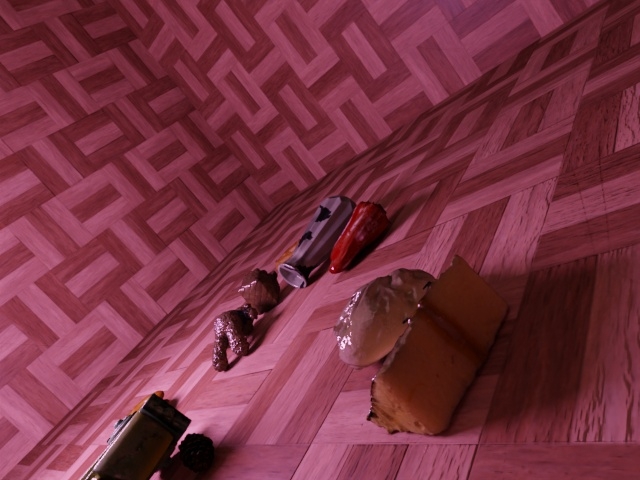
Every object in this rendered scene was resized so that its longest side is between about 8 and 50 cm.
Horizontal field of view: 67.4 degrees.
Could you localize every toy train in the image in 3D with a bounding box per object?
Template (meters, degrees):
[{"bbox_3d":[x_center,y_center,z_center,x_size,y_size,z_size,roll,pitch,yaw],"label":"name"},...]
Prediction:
[{"bbox_3d":[-0.428,0.498,1.012,0.253,0.160,0.397,-50,3,44],"label":"toy train"}]

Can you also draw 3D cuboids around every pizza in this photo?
[{"bbox_3d":[-0.110,0.055,1.993,0.182,0.062,0.161,-41,19,14],"label":"pizza"}]

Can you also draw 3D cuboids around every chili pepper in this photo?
[{"bbox_3d":[0.099,0.001,1.484,0.144,0.136,0.253,23,68,46],"label":"chili pepper"}]

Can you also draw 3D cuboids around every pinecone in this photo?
[{"bbox_3d":[-0.262,0.449,1.013,0.077,0.077,0.083,-39,22,-1],"label":"pinecone"}]

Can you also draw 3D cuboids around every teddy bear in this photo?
[{"bbox_3d":[-0.272,0.277,1.501,0.182,0.129,0.251,-34,14,16],"label":"teddy bear"}]

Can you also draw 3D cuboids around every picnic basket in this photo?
[{"bbox_3d":[-0.209,0.162,1.696,0.128,0.138,0.178,-32,16,17],"label":"picnic basket"}]

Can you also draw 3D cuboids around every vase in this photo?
[{"bbox_3d":[0.000,0.000,1.671,0.360,0.165,0.165,-52,17,-30],"label":"vase"}]

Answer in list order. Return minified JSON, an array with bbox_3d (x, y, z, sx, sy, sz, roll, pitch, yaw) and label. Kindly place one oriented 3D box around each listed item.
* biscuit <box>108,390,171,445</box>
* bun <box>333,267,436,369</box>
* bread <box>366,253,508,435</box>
[{"bbox_3d":[-0.554,0.559,1.465,0.220,0.066,0.220,-38,12,10],"label":"biscuit"},{"bbox_3d":[0.107,0.132,0.877,0.237,0.116,0.210,-35,-9,-40],"label":"bun"},{"bbox_3d":[0.175,0.158,0.722,0.141,0.178,0.266,14,50,34],"label":"bread"}]
